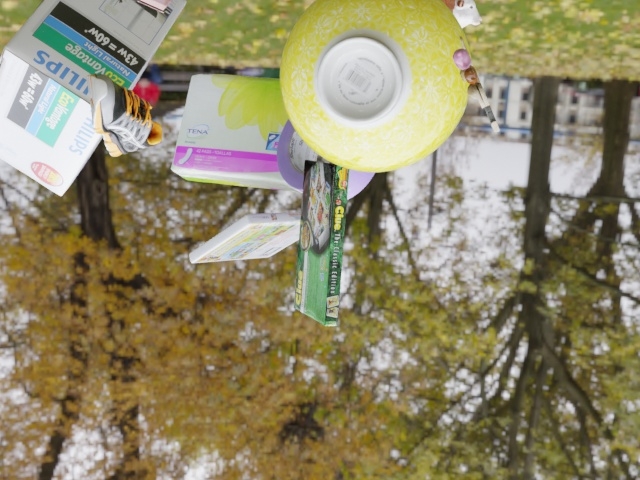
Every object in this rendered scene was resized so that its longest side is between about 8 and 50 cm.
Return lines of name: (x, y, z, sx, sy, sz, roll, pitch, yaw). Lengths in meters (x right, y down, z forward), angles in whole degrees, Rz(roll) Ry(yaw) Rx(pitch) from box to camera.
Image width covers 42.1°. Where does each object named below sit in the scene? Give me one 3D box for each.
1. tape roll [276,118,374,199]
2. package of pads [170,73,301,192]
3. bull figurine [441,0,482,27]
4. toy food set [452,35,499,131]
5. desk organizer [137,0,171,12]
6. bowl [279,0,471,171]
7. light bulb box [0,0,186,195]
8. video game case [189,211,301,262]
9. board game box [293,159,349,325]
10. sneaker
tape roll: (0.016, -0.168, 1.512, 0.189, 0.189, 0.080, 17, 176, 42)
package of pads: (-0.156, -0.232, 1.746, 0.297, 0.229, 0.101, 7, 170, 23)
bull figurine: (0.201, -0.449, 1.778, 0.310, 0.188, 0.101, -3, -160, -29)
toy food set: (0.178, -0.186, 0.978, 0.019, 0.078, 0.122, -22, -140, 14)
desk organizer: (-0.238, -0.386, 1.152, 0.050, 0.130, 0.047, -37, 152, 28)
bowl: (0.066, -0.230, 1.179, 0.289, 0.289, 0.156, 6, -167, 11)
light bulb box: (-0.499, -0.349, 1.710, 0.225, 0.361, 0.358, 33, 143, -16)
video game case: (-0.127, -0.007, 1.710, 0.206, 0.026, 0.227, -4, 162, -41)
board game box: (0.000, 0.000, 1.375, 0.030, 0.259, 0.136, 1, -172, -26)
sneaker: (-0.288, -0.188, 1.219, 0.083, 0.084, 0.215, -6, 169, -3)
